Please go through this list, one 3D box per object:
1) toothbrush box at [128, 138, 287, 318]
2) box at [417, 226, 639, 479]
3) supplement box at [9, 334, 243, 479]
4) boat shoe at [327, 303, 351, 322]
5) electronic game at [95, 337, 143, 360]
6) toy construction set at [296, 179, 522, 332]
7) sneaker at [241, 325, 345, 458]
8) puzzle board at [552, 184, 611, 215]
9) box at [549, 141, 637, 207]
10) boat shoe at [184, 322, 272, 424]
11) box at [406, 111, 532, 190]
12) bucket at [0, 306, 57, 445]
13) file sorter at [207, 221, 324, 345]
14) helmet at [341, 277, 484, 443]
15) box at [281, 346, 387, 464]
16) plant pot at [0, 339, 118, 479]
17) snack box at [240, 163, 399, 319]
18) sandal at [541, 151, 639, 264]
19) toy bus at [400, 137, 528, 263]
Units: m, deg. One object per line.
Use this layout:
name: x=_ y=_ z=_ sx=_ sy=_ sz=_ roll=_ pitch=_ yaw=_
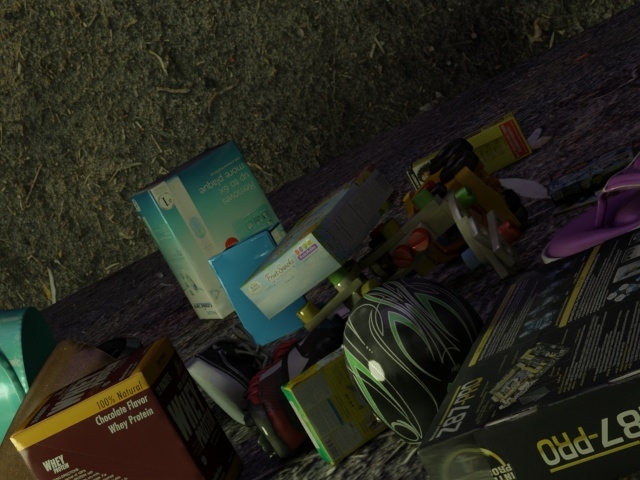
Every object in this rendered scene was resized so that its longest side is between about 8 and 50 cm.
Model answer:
toothbrush box: x=-0.208 y=-0.019 z=2.607 sx=0.216 sy=0.295 sz=0.126 roll=-33 pitch=11 yaw=-25
box: x=0.289 y=0.091 z=1.228 sx=0.318 sy=0.097 sz=0.395 roll=-22 pitch=12 yaw=26
supplement box: x=-0.230 y=0.255 z=1.575 sx=0.191 sy=0.194 sz=0.129 roll=-27 pitch=10 yaw=14
boat shoe: x=0.046 y=0.109 z=1.993 sx=0.125 sy=0.038 sz=0.046 roll=-30 pitch=41 yaw=17
electronic game: x=-0.447 y=0.267 z=2.558 sx=0.229 sy=0.048 sz=0.229 roll=-30 pitch=17 yaw=10
toy construction set: x=0.129 y=0.025 z=1.846 sx=0.327 sy=0.151 sz=0.215 roll=-26 pitch=10 yaw=20
sneaker: x=-0.012 y=0.178 z=1.627 sx=0.135 sy=0.097 sz=0.276 roll=-28 pitch=8 yaw=18
puzzle board: x=0.417 y=-0.081 z=1.984 sx=0.096 sy=0.011 sz=0.128 roll=-21 pitch=13 yaw=42
box: x=0.415 y=-0.100 z=1.973 sx=0.137 sy=0.027 sz=0.094 roll=-25 pitch=12 yaw=19
boat shoe: x=-0.123 y=0.186 z=1.867 sx=0.105 sy=0.113 sz=0.306 roll=-45 pitch=3 yaw=-8
box: x=0.288 y=-0.156 z=2.519 sx=0.232 sy=0.087 sz=0.058 roll=-26 pitch=12 yaw=10
bucket: x=-0.580 y=0.254 z=2.335 sx=0.183 sy=0.281 sz=0.281 roll=-14 pitch=11 yaw=4
file sorter: x=-0.087 y=0.070 z=2.187 sx=0.118 sy=0.170 sz=0.104 roll=-26 pitch=8 yaw=17
helmet: x=0.104 y=0.120 z=1.403 sx=0.169 sy=0.161 sz=0.169 roll=-28 pitch=10 yaw=5
box: x=0.056 y=0.163 z=1.491 sx=0.179 sy=0.105 sz=0.043 roll=-31 pitch=8 yaw=-16
plant pot: x=-0.350 y=0.293 z=1.781 sx=0.215 sy=0.215 sz=0.230 roll=-15 pitch=31 yaw=55
snack box: x=0.000 y=0.000 z=1.859 sx=0.174 sy=0.070 sz=0.207 roll=-38 pitch=9 yaw=40
sandal: x=0.458 y=-0.094 z=1.665 sx=0.416 sy=0.102 sz=0.169 roll=-29 pitch=10 yaw=5
toy bus: x=0.198 y=-0.037 z=2.045 sx=0.211 sy=0.149 sz=0.220 roll=-41 pitch=11 yaw=9
